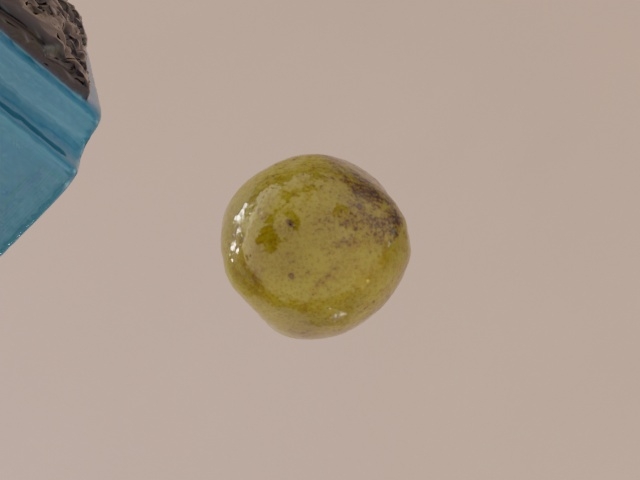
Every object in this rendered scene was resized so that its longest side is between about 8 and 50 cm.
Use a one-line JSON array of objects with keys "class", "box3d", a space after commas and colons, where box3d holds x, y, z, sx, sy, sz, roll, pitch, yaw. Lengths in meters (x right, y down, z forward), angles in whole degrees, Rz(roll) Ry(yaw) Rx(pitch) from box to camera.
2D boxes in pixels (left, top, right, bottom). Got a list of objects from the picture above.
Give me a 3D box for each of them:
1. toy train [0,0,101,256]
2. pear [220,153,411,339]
[{"class": "toy train", "box3d": [-0.295, -0.096, 0.732, 0.265, 0.188, 0.300, -44, -147, 10]}, {"class": "pear", "box3d": [0.000, 0.000, 1.051, 0.197, 0.197, 0.197, -1, -107, 5]}]
